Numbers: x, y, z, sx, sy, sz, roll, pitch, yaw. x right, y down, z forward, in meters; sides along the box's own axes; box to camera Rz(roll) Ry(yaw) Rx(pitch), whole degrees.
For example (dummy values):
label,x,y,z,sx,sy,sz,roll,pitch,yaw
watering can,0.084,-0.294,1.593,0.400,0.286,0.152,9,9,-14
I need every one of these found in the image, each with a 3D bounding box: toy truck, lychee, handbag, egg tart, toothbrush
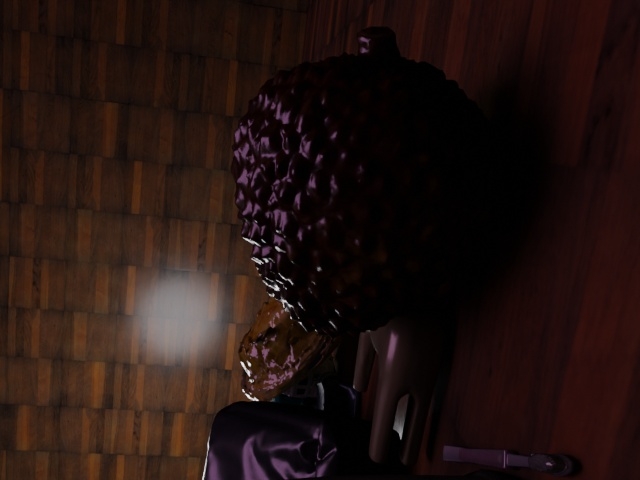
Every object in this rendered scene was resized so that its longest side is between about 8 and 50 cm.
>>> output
label,x,y,z,sx,sy,sz,roll,pitch,yaw
toy truck,-0.035,0.332,1.103,0.114,0.124,0.254,-117,32,-69
lychee,0.036,-0.042,0.495,0.236,0.235,0.271,-98,15,-57
handbag,-0.031,0.355,0.720,0.301,0.177,0.275,-15,64,55
egg tart,-0.060,0.155,1.021,0.291,0.107,0.291,-43,19,19
handbag,0.019,0.351,0.933,0.179,0.062,0.229,112,162,-72
toothbrush,0.131,0.164,0.426,0.194,0.017,0.014,111,168,-70

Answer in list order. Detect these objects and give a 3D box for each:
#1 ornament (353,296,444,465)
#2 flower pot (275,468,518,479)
label,x,y,z,sx,sy,sz,roll,pitch,yaw
ornament,0.084,0.082,0.644,0.230,0.061,0.245,-108,27,-76
flower pot,-0.028,0.301,0.355,0.293,0.330,0.294,-176,90,-82
